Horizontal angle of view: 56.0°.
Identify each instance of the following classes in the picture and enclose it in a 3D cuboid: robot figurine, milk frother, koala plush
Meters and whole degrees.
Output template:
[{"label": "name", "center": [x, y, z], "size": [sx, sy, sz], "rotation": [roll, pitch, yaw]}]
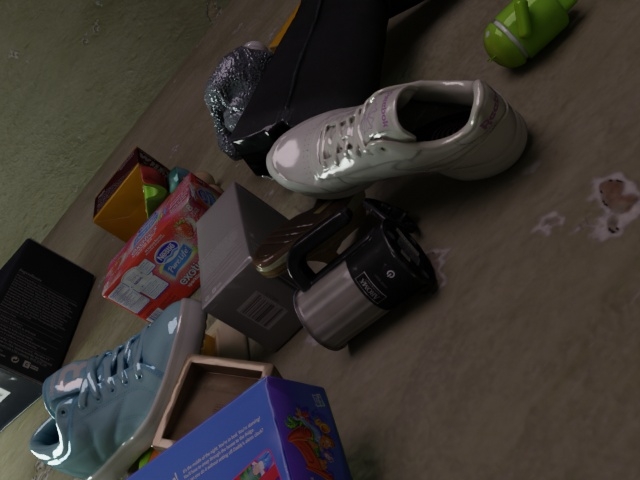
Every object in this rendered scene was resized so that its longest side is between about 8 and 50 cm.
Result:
[{"label": "robot figurine", "center": [0.244, -0.254, 0.714], "size": [0.115, 0.067, 0.101], "rotation": [-43, 2, 19]}, {"label": "milk frother", "center": [0.047, 0.029, 0.679], "size": [0.135, 0.129, 0.143], "rotation": [-39, -12, 23]}, {"label": "koala plush", "center": [-0.087, -0.210, 1.062], "size": [0.196, 0.203, 0.221], "rotation": [-32, 57, -6]}]

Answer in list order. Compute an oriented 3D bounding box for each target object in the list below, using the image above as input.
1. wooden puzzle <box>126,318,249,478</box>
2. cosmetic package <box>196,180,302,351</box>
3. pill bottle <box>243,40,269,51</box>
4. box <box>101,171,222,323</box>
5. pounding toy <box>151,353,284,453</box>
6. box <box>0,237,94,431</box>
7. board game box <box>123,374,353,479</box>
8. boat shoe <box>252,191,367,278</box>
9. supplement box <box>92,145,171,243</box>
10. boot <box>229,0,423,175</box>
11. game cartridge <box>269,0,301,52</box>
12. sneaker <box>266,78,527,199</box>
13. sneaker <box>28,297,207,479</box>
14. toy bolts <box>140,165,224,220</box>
[{"label": "wooden puzzle", "center": [-0.192, 0.231, 0.839], "size": [0.239, 0.044, 0.221], "rotation": [-45, 29, 15]}, {"label": "cosmetic package", "center": [-0.095, 0.028, 0.841], "size": [0.107, 0.127, 0.238], "rotation": [-45, 31, 16]}, {"label": "pill bottle", "center": [-0.176, -0.419, 1.501], "size": [0.103, 0.103, 0.184], "rotation": [-32, 34, 34]}, {"label": "box", "center": [-0.270, 0.018, 1.114], "size": [0.257, 0.128, 0.122], "rotation": [-45, 29, 16]}, {"label": "pounding toy", "center": [-0.116, 0.217, 0.678], "size": [0.130, 0.100, 0.141], "rotation": [3, 54, 20]}, {"label": "box", "center": [-0.805, 0.247, 1.569], "size": [0.293, 0.212, 0.395], "rotation": [-38, 32, 27]}, {"label": "board game box", "center": [-0.110, 0.307, 0.518], "size": [0.347, 0.078, 0.233], "rotation": [-39, 49, 24]}, {"label": "boat shoe", "center": [0.000, 0.000, 0.739], "size": [0.068, 0.072, 0.190], "rotation": [8, 37, 47]}, {"label": "supplement box", "center": [-0.493, -0.120, 1.606], "size": [0.191, 0.129, 0.194], "rotation": [-50, 28, 6]}, {"label": "boot", "center": [0.081, -0.307, 0.896], "size": [0.367, 0.146, 0.445], "rotation": [-13, 44, 37]}, {"label": "game cartridge", "center": [0.034, -0.569, 1.424], "size": [0.285, 0.053, 0.324], "rotation": [-57, 30, -8]}, {"label": "sneaker", "center": [0.059, -0.123, 0.664], "size": [0.305, 0.152, 0.114], "rotation": [-6, 75, 28]}, {"label": "sneaker", "center": [-0.280, 0.202, 0.794], "size": [0.366, 0.150, 0.135], "rotation": [-53, 28, 24]}, {"label": "toy bolts", "center": [-0.289, -0.063, 1.283], "size": [0.228, 0.158, 0.218], "rotation": [-119, 27, -52]}]
